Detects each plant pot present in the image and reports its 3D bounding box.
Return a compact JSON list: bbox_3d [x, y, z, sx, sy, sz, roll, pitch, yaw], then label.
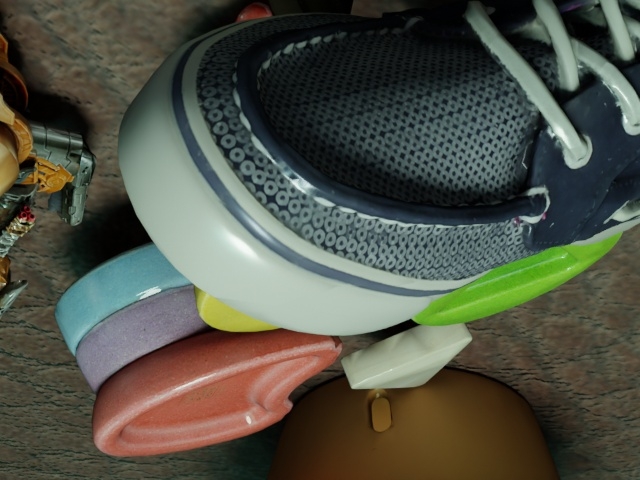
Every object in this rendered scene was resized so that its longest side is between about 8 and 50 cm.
[{"bbox_3d":[0.067,0.228,0.826,0.290,0.204,0.291,0,143,0],"label":"plant pot"}]

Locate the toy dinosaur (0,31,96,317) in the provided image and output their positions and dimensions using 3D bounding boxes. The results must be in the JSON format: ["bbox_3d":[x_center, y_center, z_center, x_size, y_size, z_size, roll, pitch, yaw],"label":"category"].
[{"bbox_3d":[-0.218,-0.059,0.547,0.218,0.164,0.322,-3,126,-18],"label":"toy dinosaur"}]

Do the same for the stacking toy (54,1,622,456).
[{"bbox_3d":[0.000,0.000,0.652,0.279,0.130,0.309,-6,154,-36],"label":"stacking toy"}]

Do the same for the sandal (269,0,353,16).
[{"bbox_3d":[-0.048,-0.186,0.367,0.086,0.120,0.303,6,145,18],"label":"sandal"}]

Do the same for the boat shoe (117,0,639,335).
[{"bbox_3d":[0.089,-0.067,0.426,0.158,0.127,0.340,-39,165,34],"label":"boat shoe"}]
